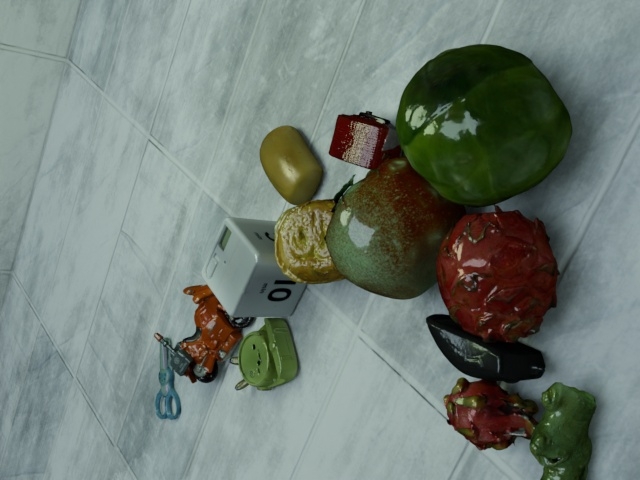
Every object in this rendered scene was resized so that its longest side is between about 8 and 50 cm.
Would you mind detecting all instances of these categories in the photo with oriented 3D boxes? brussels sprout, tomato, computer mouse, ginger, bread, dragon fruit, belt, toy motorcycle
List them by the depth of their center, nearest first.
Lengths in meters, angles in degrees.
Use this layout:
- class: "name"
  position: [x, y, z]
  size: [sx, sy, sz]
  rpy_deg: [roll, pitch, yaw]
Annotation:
- class: "ginger"
  position: [0.418, 0.390, 1.398]
  size: [0.089, 0.137, 0.290]
  rpy_deg: [12, 103, 41]
- class: "dragon fruit"
  position: [0.324, 0.065, 1.460]
  size: [0.241, 0.241, 0.252]
  rpy_deg: [-32, 89, 43]
- class: "brussels sprout"
  position: [0.290, -0.229, 1.482]
  size: [0.289, 0.281, 0.355]
  rpy_deg: [-35, 31, 20]
- class: "dragon fruit"
  position: [0.332, 0.333, 1.507]
  size: [0.207, 0.150, 0.133]
  rpy_deg: [11, 53, 44]
- class: "computer mouse"
  position: [0.314, 0.219, 1.523]
  size: [0.264, 0.147, 0.088]
  rpy_deg: [20, 104, 49]
- class: "tomato"
  position: [0.165, -0.019, 1.635]
  size: [0.239, 0.303, 0.304]
  rpy_deg: [43, 120, 22]
- class: "belt"
  position: [0.110, -0.229, 1.803]
  size: [0.201, 0.128, 0.124]
  rpy_deg: [27, 108, 47]
- class: "bread"
  position: [0.000, 0.003, 1.870]
  size: [0.236, 0.120, 0.198]
  rpy_deg: [-8, 82, 18]
- class: "bread"
  position: [-0.087, -0.196, 2.050]
  size: [0.217, 0.098, 0.147]
  rpy_deg: [56, 130, 37]
- class: "toy motorcycle"
  position: [-0.330, 0.248, 2.258]
  size: [0.221, 0.147, 0.326]
  rpy_deg: [41, 112, 17]

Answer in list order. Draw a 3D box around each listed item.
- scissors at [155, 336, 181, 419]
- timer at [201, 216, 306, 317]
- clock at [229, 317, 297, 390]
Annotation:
- class: "scissors"
  position: [-0.485, 0.434, 2.495]
  size: [0.125, 0.030, 0.256]
  rpy_deg: [-9, 82, 46]
- class: "timer"
  position: [-0.160, 0.070, 2.034]
  size: [0.194, 0.195, 0.192]
  rpy_deg: [48, 121, 40]
- class: "clock"
  position: [-0.159, 0.318, 2.106]
  size: [0.232, 0.069, 0.170]
  rpy_deg: [-38, 60, 40]
